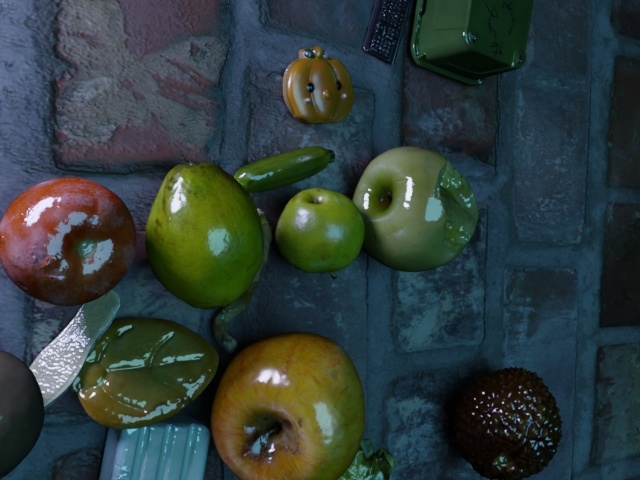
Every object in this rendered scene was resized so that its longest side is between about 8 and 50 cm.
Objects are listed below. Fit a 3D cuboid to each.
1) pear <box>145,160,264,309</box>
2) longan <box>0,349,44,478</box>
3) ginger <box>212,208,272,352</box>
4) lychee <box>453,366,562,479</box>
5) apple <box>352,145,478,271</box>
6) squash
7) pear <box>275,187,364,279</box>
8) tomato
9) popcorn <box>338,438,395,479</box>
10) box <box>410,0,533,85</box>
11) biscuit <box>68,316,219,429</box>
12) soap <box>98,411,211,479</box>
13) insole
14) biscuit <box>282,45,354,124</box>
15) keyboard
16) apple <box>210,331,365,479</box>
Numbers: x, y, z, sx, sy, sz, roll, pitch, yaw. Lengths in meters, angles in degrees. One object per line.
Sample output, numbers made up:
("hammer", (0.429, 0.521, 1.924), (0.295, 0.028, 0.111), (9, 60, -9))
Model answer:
("pear", (-0.205, -0.008, 1.263), (0.213, 0.212, 0.269), (-15, 96, -33))
("longan", (-0.523, 0.272, 1.078), (0.198, 0.198, 0.212), (41, 74, -29))
("ginger", (-0.152, 0.075, 1.384), (0.089, 0.075, 0.287), (38, 66, -54))
("lychee", (0.456, 0.438, 1.726), (0.268, 0.268, 0.267), (-3, 95, -34))
("apple", (0.199, -0.060, 1.510), (0.279, 0.279, 0.278), (-3, 95, -34))
("squash", (-0.062, -0.148, 1.432), (0.252, 0.066, 0.066), (-22, 105, -32))
("pear", (0.000, 0.000, 1.439), (0.180, 0.166, 0.216), (-15, 136, -11))
("tomato", (-0.404, 0.000, 1.138), (0.208, 0.184, 0.208), (-8, 104, -37))
("popcorn", (0.064, 0.472, 1.486), (0.213, 0.198, 0.197), (3, 91, -11))
("box", (0.362, -0.544, 1.627), (0.253, 0.178, 0.328), (8, 88, -33))
("biscuit", (-0.307, 0.223, 1.248), (0.260, 0.041, 0.202), (-5, 63, -20))
("soap", (-0.311, 0.459, 1.287), (0.173, 0.095, 0.289), (11, 88, -33))
("insole", (-0.428, 0.185, 1.209), (0.247, 0.081, 0.011), (-58, 164, -20))
("biscuit", (0.001, -0.322, 1.473), (0.170, 0.050, 0.170), (-3, 94, -35))
("keyboard", (0.161, -0.513, 1.585), (0.094, 0.025, 0.230), (18, 83, -31))
("apple", (-0.053, 0.318, 1.336), (0.275, 0.299, 0.298), (-11, 103, -78))
